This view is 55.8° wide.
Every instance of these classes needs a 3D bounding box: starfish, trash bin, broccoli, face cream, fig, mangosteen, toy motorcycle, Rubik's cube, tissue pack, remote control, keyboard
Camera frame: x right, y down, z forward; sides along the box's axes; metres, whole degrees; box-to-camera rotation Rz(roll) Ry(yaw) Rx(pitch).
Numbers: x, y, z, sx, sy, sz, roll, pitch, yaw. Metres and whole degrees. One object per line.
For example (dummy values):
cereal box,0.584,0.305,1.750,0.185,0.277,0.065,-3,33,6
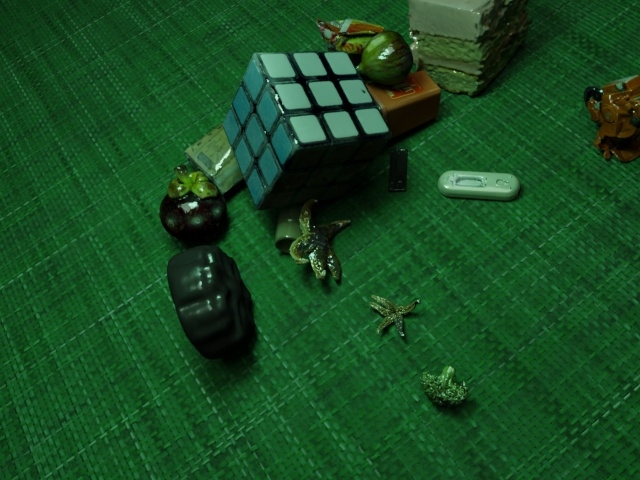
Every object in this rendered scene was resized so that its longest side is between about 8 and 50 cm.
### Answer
starfish,-0.002,0.000,1.623,0.071,0.215,0.238,-30,73,43
trash bin,0.225,-0.388,1.790,0.238,0.185,0.161,-21,55,-13
broccoli,0.279,0.328,1.372,0.095,0.097,0.092,31,73,-5
starfish,0.192,0.182,1.503,0.130,0.041,0.133,-23,62,9
face cream,-0.069,-0.126,1.740,0.137,0.084,0.342,4,56,4
fig,0.133,-0.493,1.690,0.245,0.149,0.149,-17,56,4
mangosteen,-0.370,-0.109,1.719,0.192,0.217,0.192,-11,29,6
toy motorcycle,0.805,-0.310,1.541,0.147,0.221,0.325,-30,11,-9
Rubik's cube,-0.047,-0.294,1.616,0.303,0.305,0.301,-12,66,-34
tissue pack,-0.266,-0.284,1.851,0.256,0.123,0.215,-38,44,-12
remote control,0.433,-0.153,1.655,0.221,0.042,0.078,5,59,17
keyboard,0.226,-0.206,1.758,0.053,0.010,0.155,0,58,13

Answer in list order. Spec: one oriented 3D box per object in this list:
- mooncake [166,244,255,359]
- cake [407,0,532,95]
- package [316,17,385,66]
mooncake,-0.261,0.146,1.498,0.141,0.283,0.283,-23,56,6
cake,0.438,-0.659,1.814,0.293,0.307,0.314,25,67,28
package,0.121,-0.591,1.859,0.223,0.288,0.109,12,80,17
